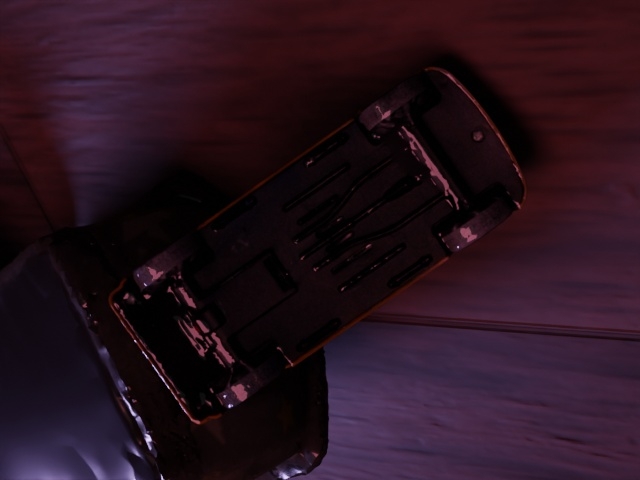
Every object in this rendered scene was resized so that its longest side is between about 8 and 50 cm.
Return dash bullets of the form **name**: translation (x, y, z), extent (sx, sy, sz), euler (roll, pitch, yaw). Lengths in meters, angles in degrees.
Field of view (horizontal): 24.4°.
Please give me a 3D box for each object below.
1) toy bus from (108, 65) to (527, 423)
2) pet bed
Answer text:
- **toy bus**: translation (0.000, 0.000, 0.712), extent (0.083, 0.194, 0.088), euler (56, -179, -2)
- **pet bed**: translation (-0.099, 0.080, 0.861), extent (0.211, 0.159, 0.183), euler (-37, 77, 47)
